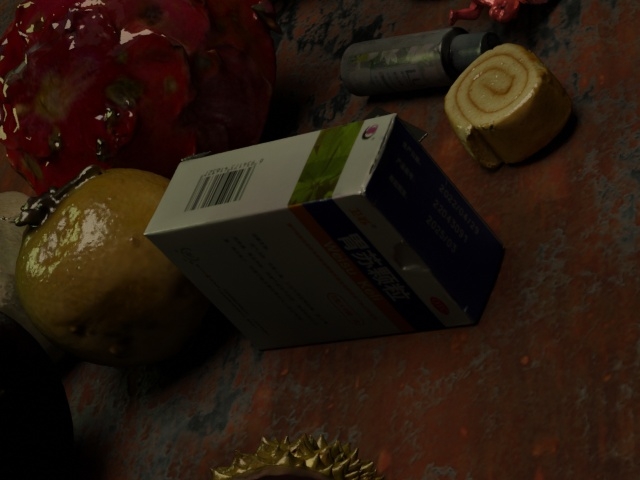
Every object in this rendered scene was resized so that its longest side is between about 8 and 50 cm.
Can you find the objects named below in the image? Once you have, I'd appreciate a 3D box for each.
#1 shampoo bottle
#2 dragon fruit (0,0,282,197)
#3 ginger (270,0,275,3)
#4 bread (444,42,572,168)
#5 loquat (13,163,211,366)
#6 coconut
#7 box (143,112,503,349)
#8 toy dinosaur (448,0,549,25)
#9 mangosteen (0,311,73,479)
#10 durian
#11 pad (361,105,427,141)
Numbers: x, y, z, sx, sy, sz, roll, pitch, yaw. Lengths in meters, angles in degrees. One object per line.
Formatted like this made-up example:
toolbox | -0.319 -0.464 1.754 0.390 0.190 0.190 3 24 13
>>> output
shampoo bottle | 0.117 -0.207 1.842 0.214 0.072 0.072 -2 49 46
dragon fruit | -0.250 -0.198 1.956 0.386 0.249 0.371 -36 65 22
ginger | -0.072 -0.455 2.325 0.109 0.116 0.263 111 171 -49
bread | 0.195 -0.137 1.673 0.122 0.073 0.149 -43 29 9
loquat | -0.227 0.024 1.769 0.244 0.244 0.244 -28 34 21
coconut | -0.392 0.047 1.926 0.224 0.234 0.224 -26 36 21
box | 0.000 0.000 1.585 0.299 0.200 0.106 -9 45 42
toy dinosaur | 0.204 -0.332 1.856 0.138 0.070 0.286 -1 40 -7
mangosteen | -0.411 0.194 1.692 0.330 0.330 0.330 -28 34 21
durian | -0.031 0.243 1.417 0.182 0.165 0.132 -45 55 41
pad | 0.027 -0.074 1.837 0.190 0.004 0.127 -46 32 -6
